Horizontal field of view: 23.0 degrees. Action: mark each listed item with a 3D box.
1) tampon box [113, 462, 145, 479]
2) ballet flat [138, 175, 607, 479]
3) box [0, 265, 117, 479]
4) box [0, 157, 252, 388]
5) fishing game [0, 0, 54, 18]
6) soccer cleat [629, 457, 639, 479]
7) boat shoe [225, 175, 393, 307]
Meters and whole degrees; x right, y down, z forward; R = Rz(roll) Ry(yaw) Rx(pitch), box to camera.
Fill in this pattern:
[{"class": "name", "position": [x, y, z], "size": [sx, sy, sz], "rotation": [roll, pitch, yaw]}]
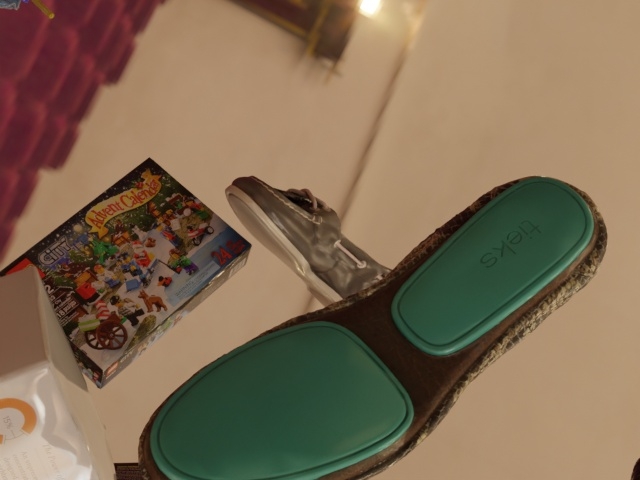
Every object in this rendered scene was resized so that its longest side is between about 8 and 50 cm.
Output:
[{"class": "tampon box", "position": [-0.223, 0.365, 1.943], "size": [0.161, 0.101, 0.120], "rotation": [-89, 177, -65]}, {"class": "ballet flat", "position": [0.058, 0.118, 1.394], "size": [0.483, 0.164, 0.182], "rotation": [-33, 156, -21]}, {"class": "box", "position": [-0.383, 0.201, 1.449], "size": [0.168, 0.345, 0.215], "rotation": [-114, -174, -56]}, {"class": "box", "position": [-0.210, 0.031, 1.700], "size": [0.233, 0.159, 0.044], "rotation": [-42, 165, -32]}, {"class": "fishing game", "position": [-0.396, -0.307, 1.668], "size": [0.189, 0.264, 0.041], "rotation": [44, -74, 36]}, {"class": "soccer cleat", "position": [0.417, 0.365, 2.125], "size": [0.060, 0.072, 0.179], "rotation": [108, -3, -55]}, {"class": "boat shoe", "position": [0.000, 0.000, 1.815], "size": [0.112, 0.335, 0.095], "rotation": [34, -100, 39]}]
